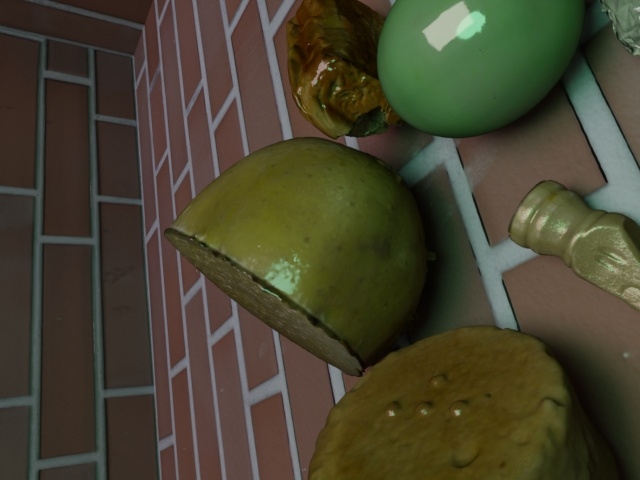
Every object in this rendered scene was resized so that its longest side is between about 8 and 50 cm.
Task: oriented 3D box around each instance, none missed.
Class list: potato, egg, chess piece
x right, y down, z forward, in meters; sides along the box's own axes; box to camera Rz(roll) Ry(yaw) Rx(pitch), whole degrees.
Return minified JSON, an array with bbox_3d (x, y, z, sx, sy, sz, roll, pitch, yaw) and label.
[{"bbox_3d":[0.000,0.000,0.906,0.442,0.385,0.319,22,71,50],"label":"potato"},{"bbox_3d":[0.194,-0.248,0.683,0.270,0.221,0.220,-34,58,50],"label":"egg"},{"bbox_3d":[0.320,0.012,0.602,0.200,0.090,0.090,39,120,40],"label":"chess piece"}]

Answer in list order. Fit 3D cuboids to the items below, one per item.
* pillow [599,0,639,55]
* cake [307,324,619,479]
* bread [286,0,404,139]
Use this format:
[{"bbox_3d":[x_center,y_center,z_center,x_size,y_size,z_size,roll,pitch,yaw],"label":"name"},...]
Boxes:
[{"bbox_3d":[0.353,-0.371,0.524,0.283,0.139,0.309,134,133,-58],"label":"pillow"},{"bbox_3d":[0.188,0.311,0.632,0.332,0.332,0.321,-4,121,58],"label":"cake"},{"bbox_3d":[0.034,-0.296,0.924,0.148,0.195,0.343,-53,27,36],"label":"bread"}]
